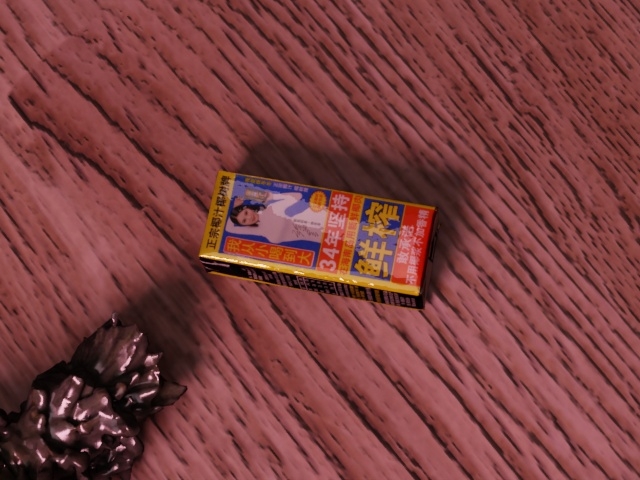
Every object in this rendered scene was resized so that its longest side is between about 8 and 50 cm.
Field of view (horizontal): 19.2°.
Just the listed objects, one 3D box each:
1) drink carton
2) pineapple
[{"bbox_3d":[0.000,0.000,1.379,0.165,0.056,0.071,10,73,8],"label":"drink carton"},{"bbox_3d":[-0.246,0.199,1.312,0.202,0.202,0.362,35,74,11],"label":"pineapple"}]
